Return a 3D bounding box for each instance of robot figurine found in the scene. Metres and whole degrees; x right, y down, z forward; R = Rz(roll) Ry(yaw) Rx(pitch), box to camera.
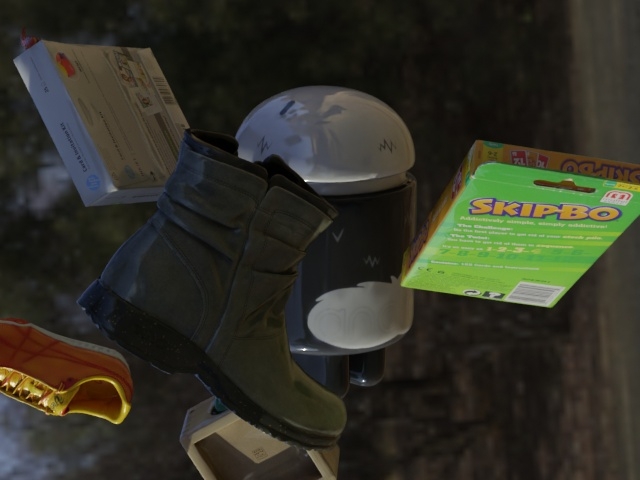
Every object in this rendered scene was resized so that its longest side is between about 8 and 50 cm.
[{"bbox_3d":[-0.001,-0.001,1.664,0.209,0.173,0.278,-98,8,-75],"label":"robot figurine"}]

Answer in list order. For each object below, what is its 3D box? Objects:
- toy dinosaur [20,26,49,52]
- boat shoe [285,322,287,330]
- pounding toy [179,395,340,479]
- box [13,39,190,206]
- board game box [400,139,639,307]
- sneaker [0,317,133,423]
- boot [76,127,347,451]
[{"bbox_3d":[-0.293,-0.191,1.859,0.047,0.090,0.082,-51,-18,-8],"label":"toy dinosaur"},{"bbox_3d":[-0.077,0.051,1.472,0.083,0.183,0.065,-16,-69,-45],"label":"boat shoe"},{"bbox_3d":[-0.055,0.172,1.761,0.141,0.130,0.100,59,-169,-14],"label":"pounding toy"},{"bbox_3d":[-0.177,-0.103,1.626,0.145,0.038,0.186,63,-158,8],"label":"box"},{"bbox_3d":[0.144,-0.010,1.321,0.259,0.124,0.039,119,158,-71],"label":"board game box"},{"bbox_3d":[-0.237,0.111,1.549,0.067,0.175,0.064,-104,32,-50],"label":"sneaker"},{"bbox_3d":[-0.034,0.037,1.274,0.246,0.161,0.083,34,-176,-36],"label":"boot"}]
